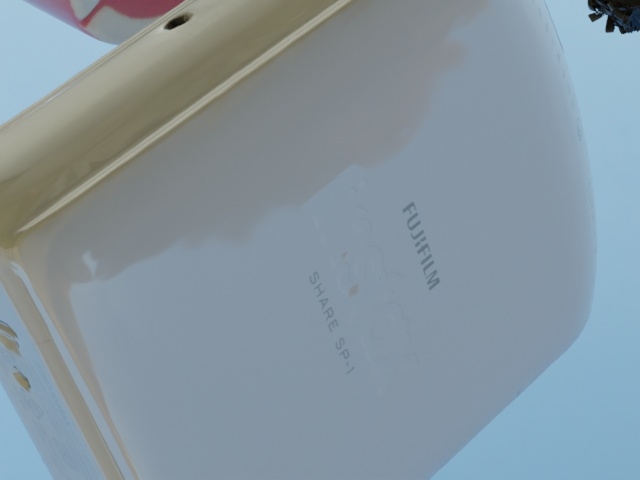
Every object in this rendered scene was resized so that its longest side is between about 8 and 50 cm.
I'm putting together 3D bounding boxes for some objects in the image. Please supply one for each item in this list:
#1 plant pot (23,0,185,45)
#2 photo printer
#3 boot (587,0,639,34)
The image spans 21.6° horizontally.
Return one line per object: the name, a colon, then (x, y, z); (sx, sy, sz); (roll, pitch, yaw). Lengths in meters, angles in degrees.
plant pot: (-0.155, -0.265, 1.020); (0.243, 0.275, 0.275); (41, -84, 21)
photo printer: (0.000, 0.000, 0.752); (0.307, 0.256, 0.107); (-38, -144, -27)
boot: (0.228, -0.215, 1.230); (0.121, 0.045, 0.099); (-41, -118, -10)
